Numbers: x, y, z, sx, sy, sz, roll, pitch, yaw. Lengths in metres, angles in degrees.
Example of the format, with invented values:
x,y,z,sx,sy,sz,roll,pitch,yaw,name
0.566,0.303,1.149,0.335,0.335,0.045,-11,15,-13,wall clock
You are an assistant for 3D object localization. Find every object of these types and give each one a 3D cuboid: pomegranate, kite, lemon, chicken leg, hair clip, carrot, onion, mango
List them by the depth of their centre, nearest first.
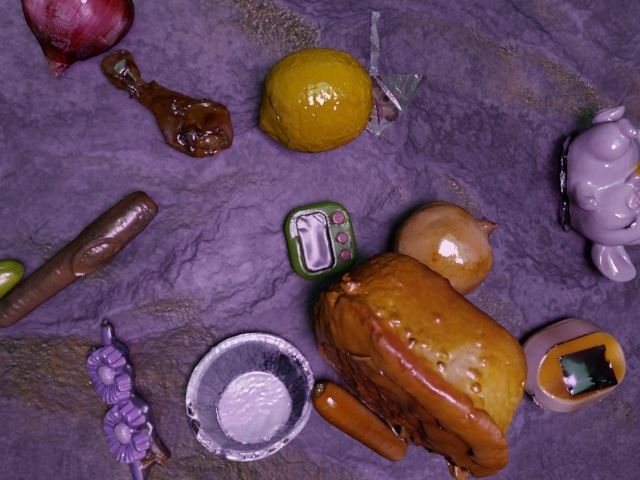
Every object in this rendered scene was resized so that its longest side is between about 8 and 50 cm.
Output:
x,y,z,sx,sy,sz,roll,pitch,yaw,name
-0.391,-0.351,0.685,0.159,0.159,0.195,30,101,-10,onion
-0.528,0.068,0.696,0.108,0.073,0.056,-29,125,-7,mango
-0.416,0.041,0.723,0.342,0.070,0.070,-41,98,-7,carrot
-0.329,0.275,0.737,0.106,0.084,0.292,-18,92,33,hair clip
-0.005,-0.236,0.744,0.193,0.180,0.180,11,88,5,lemon
-0.263,-0.232,0.748,0.251,0.087,0.107,37,66,-3,chicken leg
0.231,0.014,0.794,0.196,0.196,0.196,0,90,-11,pomegranate
0.070,0.334,0.806,0.225,0.067,0.067,40,83,-18,carrot
0.105,-0.323,0.850,0.229,0.012,0.250,-3,90,-12,kite

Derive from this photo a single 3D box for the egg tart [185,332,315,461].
x,y,z,sx,sy,sz,roll,pitch,yaw,name
-0.119,0.280,0.769,0.234,0.094,0.234,0,89,-14,egg tart

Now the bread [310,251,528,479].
x,y,z,sx,sy,sz,roll,pitch,yaw,name
0.155,0.189,0.698,0.358,0.337,0.204,42,73,12,bread

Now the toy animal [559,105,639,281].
x,y,z,sx,sy,sz,roll,pitch,yaw,name
0.591,-0.091,0.882,0.208,0.154,0.325,-42,120,-29,toy animal

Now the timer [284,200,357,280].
x,y,z,sx,sy,sz,roll,pitch,yaw,name
0.000,0.000,0.813,0.128,0.047,0.140,-12,93,-12,timer

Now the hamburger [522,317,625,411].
x,y,z,sx,sy,sz,roll,pitch,yaw,name
0.506,0.255,0.887,0.210,0.116,0.173,-19,86,-6,hamburger
